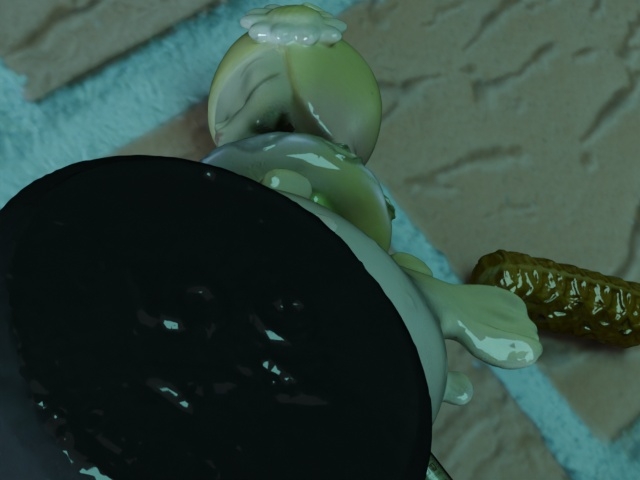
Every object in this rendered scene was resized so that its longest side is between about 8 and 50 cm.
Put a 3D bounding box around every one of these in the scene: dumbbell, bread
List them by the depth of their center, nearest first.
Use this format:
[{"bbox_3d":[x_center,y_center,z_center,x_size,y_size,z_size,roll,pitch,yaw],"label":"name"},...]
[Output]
[{"bbox_3d":[-0.106,0.133,0.872,0.203,0.322,0.204,17,47,-19],"label":"dumbbell"},{"bbox_3d":[0.171,0.042,1.362,0.157,0.044,0.052,12,59,-30],"label":"bread"}]

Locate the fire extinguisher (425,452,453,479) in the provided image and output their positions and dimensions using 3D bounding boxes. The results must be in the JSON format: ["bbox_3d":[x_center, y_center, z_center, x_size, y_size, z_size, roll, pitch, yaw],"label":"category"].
[{"bbox_3d":[0.053,0.147,1.207,0.173,0.035,0.049,52,41,9],"label":"fire extinguisher"}]

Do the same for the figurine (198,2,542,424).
[{"bbox_3d":[0.000,0.000,1.172,0.274,0.226,0.394,15,37,-12],"label":"figurine"}]
